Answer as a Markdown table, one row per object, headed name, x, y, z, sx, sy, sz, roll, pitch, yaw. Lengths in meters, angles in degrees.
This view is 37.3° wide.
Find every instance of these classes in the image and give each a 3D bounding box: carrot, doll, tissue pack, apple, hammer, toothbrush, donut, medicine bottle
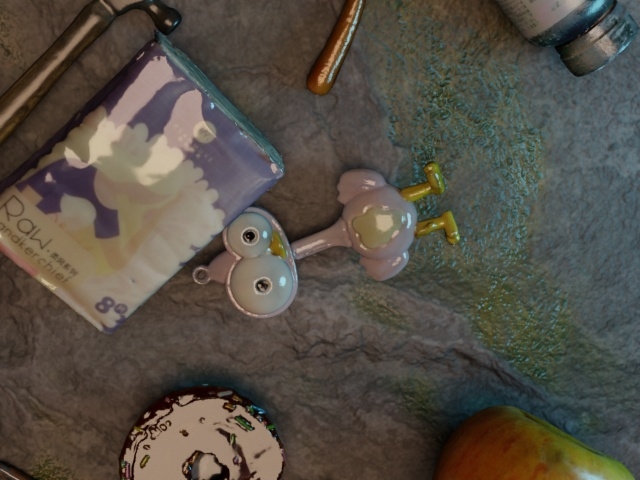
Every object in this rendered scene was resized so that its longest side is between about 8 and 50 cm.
| name | x | y | z | sx | sy | sz | roll | pitch | yaw |
| --- | --- | --- | --- | --- | --- | --- | --- | --- | --- |
| carrot | 0.031 | -0.281 | 1.259 | 0.037 | 0.037 | 0.190 | 24 | 98 | -8 |
| doll | 0.000 | 0.000 | 1.297 | 0.365 | 0.094 | 0.160 | -18 | 101 | 1 |
| tissue pack | -0.248 | -0.068 | 1.238 | 0.344 | 0.125 | 0.242 | -42 | 114 | 8 |
| apple | 0.280 | 0.383 | 1.302 | 0.299 | 0.299 | 0.275 | 32 | 91 | -10 |
| hammer | -0.383 | -0.185 | 1.229 | 0.168 | 0.044 | 0.440 | 42 | 90 | -11 |
| toothbrush | -0.355 | 0.426 | 1.424 | 0.321 | 0.023 | 0.031 | 36 | 93 | -12 |
| donut | -0.169 | 0.316 | 1.357 | 0.235 | 0.089 | 0.235 | -1 | 94 | -10 |
| medicine bottle | 0.276 | -0.347 | 1.196 | 0.141 | 0.141 | 0.293 | -40 | 102 | 7 |
